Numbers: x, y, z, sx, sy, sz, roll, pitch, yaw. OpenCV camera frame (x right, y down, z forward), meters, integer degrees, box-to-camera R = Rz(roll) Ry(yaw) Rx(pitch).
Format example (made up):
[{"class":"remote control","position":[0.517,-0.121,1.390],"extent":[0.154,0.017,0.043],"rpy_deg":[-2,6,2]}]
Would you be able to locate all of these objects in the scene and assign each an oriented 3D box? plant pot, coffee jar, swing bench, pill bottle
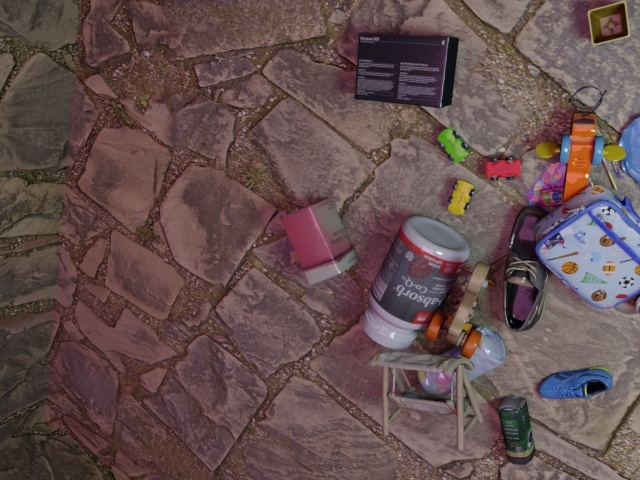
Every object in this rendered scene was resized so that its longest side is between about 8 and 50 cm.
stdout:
[{"class":"plant pot","position":[0.681,-0.507,1.428],"extent":[0.081,0.083,0.081],"rpy_deg":[-7,100,31]},{"class":"coffee jar","position":[0.580,0.562,1.793],"extent":[0.079,0.096,0.184],"rpy_deg":[-7,100,34]},{"class":"swing bench","position":[0.301,0.425,1.728],"extent":[0.253,0.165,0.255],"rpy_deg":[0,108,37]},{"class":"pill bottle","position":[0.268,0.129,1.778],"extent":[0.210,0.210,0.363],"rpy_deg":[32,118,18]}]

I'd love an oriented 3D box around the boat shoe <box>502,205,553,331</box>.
[{"class":"boat shoe","position":[0.564,0.088,1.642],"extent":[0.132,0.130,0.355],"rpy_deg":[6,107,28]}]

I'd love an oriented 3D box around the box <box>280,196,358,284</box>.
[{"class":"box","position":[0.000,0.000,1.929],"extent":[0.127,0.148,0.232],"rpy_deg":[-23,93,32]}]

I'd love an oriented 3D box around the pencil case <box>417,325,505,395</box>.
[{"class":"pencil case","position":[0.418,0.367,1.817],"extent":[0.124,0.113,0.273],"rpy_deg":[46,123,-4]}]

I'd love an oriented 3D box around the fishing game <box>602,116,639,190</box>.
[{"class":"fishing game","position":[0.819,-0.218,1.463],"extent":[0.264,0.041,0.189],"rpy_deg":[-28,89,41]}]

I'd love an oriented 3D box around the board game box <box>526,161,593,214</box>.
[{"class":"board game box","position":[0.627,-0.122,1.603],"extent":[0.133,0.033,0.169],"rpy_deg":[37,119,16]}]

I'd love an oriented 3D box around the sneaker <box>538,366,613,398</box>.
[{"class":"sneaker","position":[0.701,0.406,1.688],"extent":[0.209,0.082,0.069],"rpy_deg":[-24,94,34]}]

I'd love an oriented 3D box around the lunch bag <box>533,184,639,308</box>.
[{"class":"lunch bag","position":[0.694,0.016,1.503],"extent":[0.303,0.115,0.243],"rpy_deg":[39,125,-15]}]

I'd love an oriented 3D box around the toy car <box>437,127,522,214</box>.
[{"class":"toy car","position":[0.412,-0.217,1.687],"extent":[0.239,0.053,0.225],"rpy_deg":[-38,84,32]}]

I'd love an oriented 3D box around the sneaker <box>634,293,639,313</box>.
[{"class":"sneaker","position":[0.914,0.172,1.432],"extent":[0.295,0.178,0.124],"rpy_deg":[-24,129,32]}]

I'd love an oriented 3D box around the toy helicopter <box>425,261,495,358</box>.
[{"class":"toy helicopter","position":[0.407,0.149,1.633],"extent":[0.140,0.235,0.355],"rpy_deg":[27,155,16]}]

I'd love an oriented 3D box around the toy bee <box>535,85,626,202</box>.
[{"class":"toy bee","position":[0.653,-0.249,1.492],"extent":[0.195,0.162,0.298],"rpy_deg":[24,130,6]}]

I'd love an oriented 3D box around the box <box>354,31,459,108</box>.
[{"class":"box","position":[0.235,-0.475,1.683],"extent":[0.261,0.103,0.184],"rpy_deg":[13,114,27]}]
